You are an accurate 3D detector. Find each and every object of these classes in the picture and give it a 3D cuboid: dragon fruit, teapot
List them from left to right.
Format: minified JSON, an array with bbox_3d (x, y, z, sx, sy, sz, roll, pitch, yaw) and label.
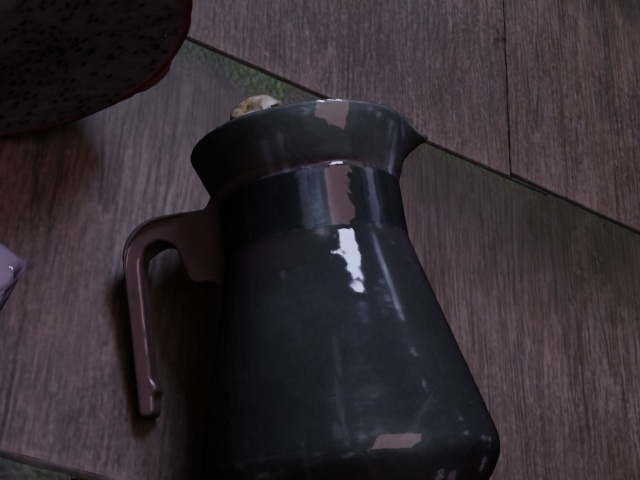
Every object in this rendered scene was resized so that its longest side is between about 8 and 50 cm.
[{"bbox_3d":[-0.250,-0.234,1.051,0.291,0.290,0.189,-7,65,-41],"label":"dragon fruit"},{"bbox_3d":[-0.016,0.077,1.092,0.300,0.253,0.344,-10,73,5],"label":"teapot"}]

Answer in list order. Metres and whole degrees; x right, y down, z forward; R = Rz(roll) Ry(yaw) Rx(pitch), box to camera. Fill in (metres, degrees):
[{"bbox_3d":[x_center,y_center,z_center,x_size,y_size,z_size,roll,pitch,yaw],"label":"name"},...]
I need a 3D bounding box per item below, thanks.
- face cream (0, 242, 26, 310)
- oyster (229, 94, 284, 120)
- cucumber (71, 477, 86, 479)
[{"bbox_3d":[-0.363,-0.021,0.983,0.269,0.073,0.107,40,56,-17],"label":"face cream"},{"bbox_3d":[-0.006,0.001,1.261,0.166,0.094,0.294,1,75,-16],"label":"oyster"},{"bbox_3d":[-0.228,0.248,0.965,0.053,0.053,0.181,44,45,-12],"label":"cucumber"}]
